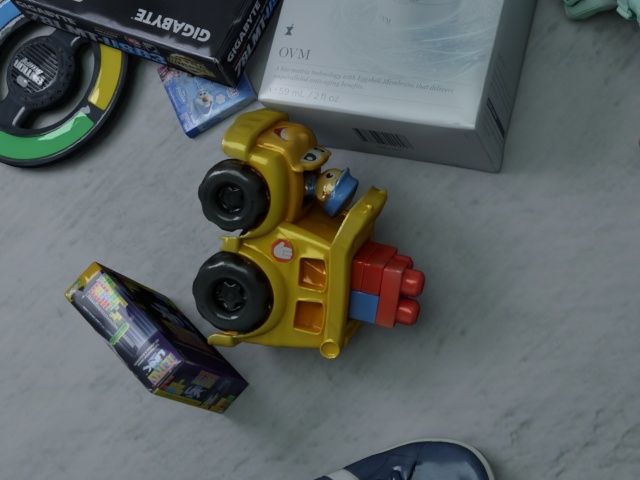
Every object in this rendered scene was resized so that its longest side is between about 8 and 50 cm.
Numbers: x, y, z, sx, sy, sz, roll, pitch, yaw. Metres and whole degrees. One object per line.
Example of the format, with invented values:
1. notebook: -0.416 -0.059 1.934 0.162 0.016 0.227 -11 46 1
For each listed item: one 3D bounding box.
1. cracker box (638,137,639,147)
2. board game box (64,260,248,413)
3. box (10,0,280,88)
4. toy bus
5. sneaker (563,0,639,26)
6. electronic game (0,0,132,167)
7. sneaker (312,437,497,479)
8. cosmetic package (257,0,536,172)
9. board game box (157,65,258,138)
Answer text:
1. cracker box: 0.423 -0.050 1.027 0.155 0.067 0.232 -39 67 6
2. board game box: -0.158 0.099 1.132 0.141 0.170 0.048 42 91 22
3. box: -0.163 -0.346 1.281 0.295 0.073 0.293 21 75 21
4. toy bus: 0.000 0.000 1.087 0.211 0.149 0.220 10 111 16
5. sneaker: 0.307 -0.228 1.086 0.094 0.151 0.256 -17 72 -22
6. electronic game: -0.323 -0.195 1.328 0.229 0.048 0.229 -4 76 18
7. sneaker: -0.008 0.277 1.048 0.350 0.148 0.131 -25 70 11
8. cosmetic package: 0.085 -0.208 1.145 0.224 0.138 0.225 10 79 21
9. board game box: -0.126 -0.174 1.271 0.090 0.020 0.090 -29 69 9
